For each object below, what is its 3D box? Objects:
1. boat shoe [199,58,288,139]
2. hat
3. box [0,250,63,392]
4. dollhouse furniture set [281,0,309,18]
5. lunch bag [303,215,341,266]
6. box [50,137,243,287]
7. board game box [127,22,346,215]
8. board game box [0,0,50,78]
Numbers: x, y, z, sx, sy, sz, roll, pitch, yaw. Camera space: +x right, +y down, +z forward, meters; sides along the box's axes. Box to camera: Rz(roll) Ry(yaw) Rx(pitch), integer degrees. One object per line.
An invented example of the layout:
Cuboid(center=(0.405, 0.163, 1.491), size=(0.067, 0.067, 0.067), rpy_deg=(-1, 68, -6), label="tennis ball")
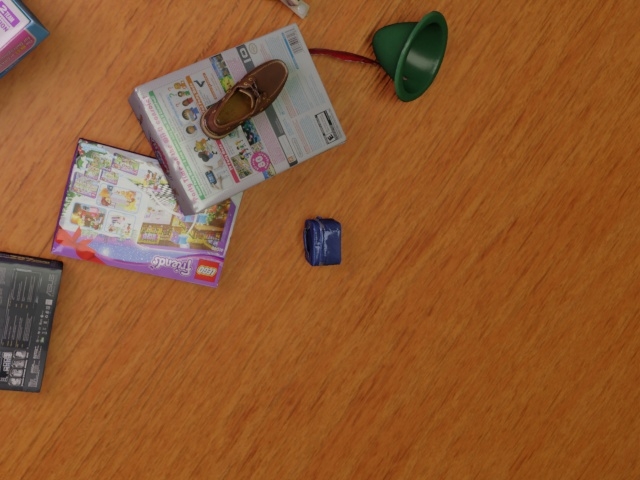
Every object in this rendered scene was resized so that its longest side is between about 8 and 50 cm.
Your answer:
Cuboid(center=(-0.114, -0.228, 1.090), size=(0.178, 0.060, 0.064), rpy_deg=(-44, 106, -16), label="boat shoe")
Cuboid(center=(0.114, -0.374, 1.288), size=(0.208, 0.184, 0.172), rpy_deg=(1, 115, -62), label="hat")
Cuboid(center=(-0.551, 0.136, 1.154), size=(0.184, 0.059, 0.232), rpy_deg=(9, 100, -21), label="box")
Cuboid(center=(-0.023, -0.452, 1.197), size=(0.081, 0.091, 0.114), rpy_deg=(28, 89, -38), label="dollhouse furniture set")
Cuboid(center=(0.000, 0.000, 1.311), size=(0.065, 0.067, 0.098), rpy_deg=(-5, 103, -19), label="lunch bag")
Cuboid(center=(-0.300, -0.045, 1.200), size=(0.293, 0.057, 0.200), rpy_deg=(14, 96, -22), label="box")
Cuboid(center=(-0.137, -0.205, 1.165), size=(0.303, 0.097, 0.224), rpy_deg=(-28, 101, -21), label="board game box")
Cuboid(center=(-0.591, -0.288, 0.973), size=(0.316, 0.064, 0.242), rpy_deg=(-41, 91, 2), label="board game box")
